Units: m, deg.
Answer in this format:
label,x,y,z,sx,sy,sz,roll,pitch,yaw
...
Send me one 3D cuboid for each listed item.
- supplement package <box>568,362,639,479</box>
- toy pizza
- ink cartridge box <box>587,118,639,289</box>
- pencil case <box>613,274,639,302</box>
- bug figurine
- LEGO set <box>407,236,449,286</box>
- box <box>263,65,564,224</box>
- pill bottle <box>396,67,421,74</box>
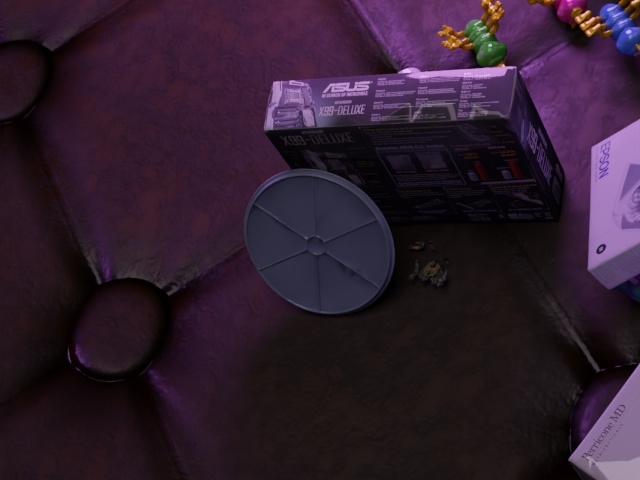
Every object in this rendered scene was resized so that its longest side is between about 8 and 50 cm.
label,x,y,z,sx,sy,sz,roll,pitch,yaw
supplement package,0.409,0.194,1.598,0.145,0.204,0.262,32,80,34
toy pizza,0.000,0.000,1.913,0.201,0.201,0.032,1,26,24
ink cartridge box,0.403,-0.076,1.742,0.224,0.045,0.223,-32,31,34
pencil case,0.400,0.066,1.751,0.151,0.070,0.064,39,118,35
bug figurine,0.283,-0.249,1.972,0.279,0.072,0.216,-32,49,10
LEGO set,0.137,0.032,1.918,0.054,0.023,0.083,-11,47,15
box,0.117,-0.107,1.863,0.307,0.242,0.076,-1,62,24
pill bottle,0.135,-0.169,1.996,0.065,0.065,0.116,-32,56,5
